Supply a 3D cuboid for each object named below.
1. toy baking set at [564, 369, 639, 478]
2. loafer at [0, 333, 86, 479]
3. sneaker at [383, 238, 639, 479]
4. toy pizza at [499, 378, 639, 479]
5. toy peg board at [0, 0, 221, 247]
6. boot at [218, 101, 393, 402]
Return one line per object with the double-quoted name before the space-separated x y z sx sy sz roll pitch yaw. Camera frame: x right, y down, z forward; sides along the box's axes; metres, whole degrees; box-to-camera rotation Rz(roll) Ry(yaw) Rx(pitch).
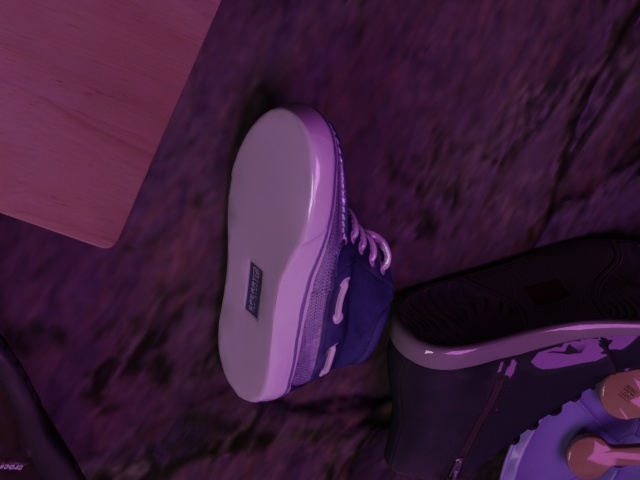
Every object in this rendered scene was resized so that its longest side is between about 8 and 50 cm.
"toy baking set" 0.269 0.157 1.178 0.196 0.030 0.256 -21 106 4
"loafer" -0.179 0.087 0.891 0.078 0.080 0.220 -32 135 -11
"sneaker" 0.139 0.073 1.110 0.222 0.083 0.118 -8 131 -18
"toy pizza" 0.195 0.134 1.213 0.201 0.032 0.201 -18 126 -26
"toy peg board" -0.141 -0.101 0.794 0.161 0.079 0.161 21 93 -43
"boot" 0.000 0.000 0.968 0.086 0.069 0.190 -18 139 -32
